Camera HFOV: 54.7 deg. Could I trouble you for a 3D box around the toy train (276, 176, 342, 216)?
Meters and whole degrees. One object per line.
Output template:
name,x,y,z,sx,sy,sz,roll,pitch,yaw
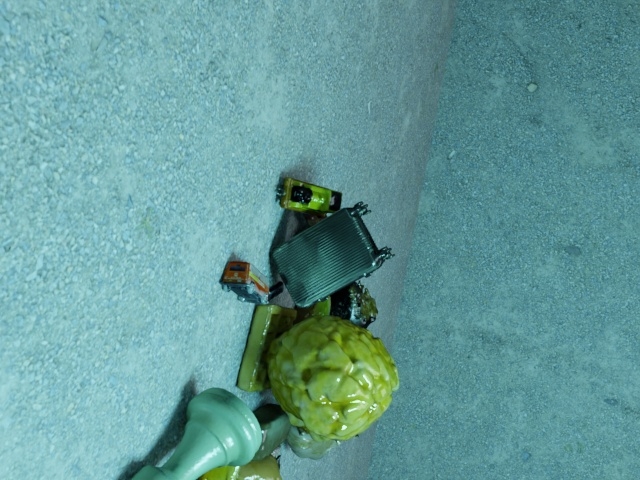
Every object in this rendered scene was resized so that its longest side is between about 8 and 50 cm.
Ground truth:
toy train,-0.029,-0.120,1.733,0.219,0.127,0.090,12,87,-49

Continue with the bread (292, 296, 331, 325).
bread,-0.033,0.277,2.065,0.236,0.069,0.236,12,90,-72

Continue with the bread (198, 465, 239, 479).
bread,-0.250,0.587,1.601,0.102,0.094,0.246,75,32,-69

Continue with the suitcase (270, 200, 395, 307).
suitcase,0.028,0.042,1.719,0.202,0.312,0.128,63,13,10

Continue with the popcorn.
popcorn,0.039,0.371,1.718,0.390,0.353,0.344,127,-57,-68

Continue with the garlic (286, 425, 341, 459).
garlic,-0.023,0.641,2.127,0.227,0.152,0.228,-17,124,-28

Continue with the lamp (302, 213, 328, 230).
lamp,-0.010,0.007,1.897,0.223,0.151,0.215,62,-3,25

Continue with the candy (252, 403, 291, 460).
candy,-0.161,0.554,1.810,0.234,0.102,0.104,0,100,-69

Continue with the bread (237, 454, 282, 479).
bread,-0.175,0.729,1.821,0.251,0.132,0.175,9,94,-71

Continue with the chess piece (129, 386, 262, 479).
chess piece,-0.284,0.478,1.337,0.299,0.194,0.195,-39,137,-48

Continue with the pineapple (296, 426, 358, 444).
pineapple,-0.017,0.559,1.960,0.161,0.334,0.158,-46,151,-21

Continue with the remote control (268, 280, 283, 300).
remote control,-0.130,0.148,1.803,0.096,0.014,0.039,-27,126,-65

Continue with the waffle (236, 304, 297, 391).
waffle,-0.150,0.306,1.775,0.221,0.055,0.248,30,73,-70

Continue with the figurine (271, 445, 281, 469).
figurine,-0.151,0.696,1.979,0.072,0.054,0.129,-74,174,-83

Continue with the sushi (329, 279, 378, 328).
sushi,0.090,0.265,2.237,0.200,0.203,0.213,-4,72,-62

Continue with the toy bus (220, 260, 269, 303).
toy bus,-0.181,0.108,1.551,0.174,0.079,0.077,53,41,-65
